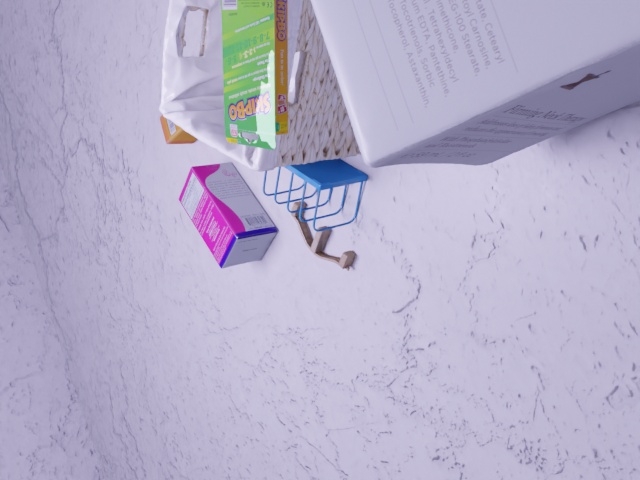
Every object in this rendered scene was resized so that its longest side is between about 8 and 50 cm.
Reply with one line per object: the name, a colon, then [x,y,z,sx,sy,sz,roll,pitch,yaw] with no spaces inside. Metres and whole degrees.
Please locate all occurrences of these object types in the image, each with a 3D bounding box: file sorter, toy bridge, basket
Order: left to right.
basket: [-0.085,-0.333,1.290,0.331,0.266,0.328,34,123,40]
file sorter: [-0.017,-0.105,1.381,0.170,0.118,0.104,36,127,38]
toy bridge: [0.000,0.000,1.455,0.188,0.026,0.063,47,133,32]

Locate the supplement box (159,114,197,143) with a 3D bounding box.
supplement box: [-0.286,-0.303,1.673,0.233,0.078,0.080,-25,77,48]

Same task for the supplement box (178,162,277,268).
supplement box: [-0.211,-0.060,1.618,0.220,0.111,0.114,56,135,25]

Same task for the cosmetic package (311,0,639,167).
cosmetic package: [0.238,-0.301,0.825,0.394,0.329,0.327,-22,82,37]

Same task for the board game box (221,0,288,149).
board game box: [-0.101,-0.273,1.099,0.124,0.039,0.259,16,110,42]
